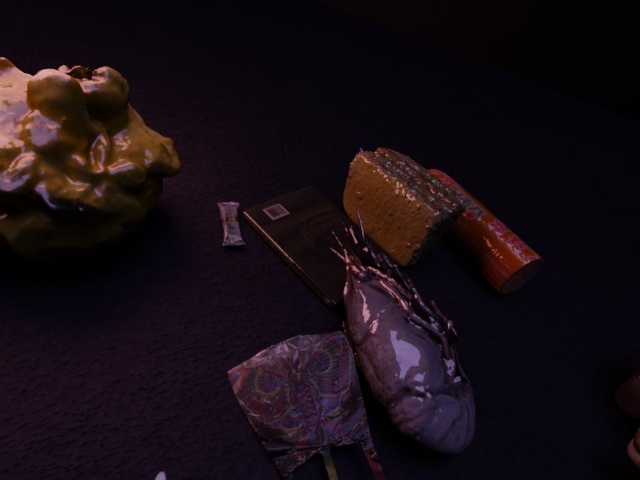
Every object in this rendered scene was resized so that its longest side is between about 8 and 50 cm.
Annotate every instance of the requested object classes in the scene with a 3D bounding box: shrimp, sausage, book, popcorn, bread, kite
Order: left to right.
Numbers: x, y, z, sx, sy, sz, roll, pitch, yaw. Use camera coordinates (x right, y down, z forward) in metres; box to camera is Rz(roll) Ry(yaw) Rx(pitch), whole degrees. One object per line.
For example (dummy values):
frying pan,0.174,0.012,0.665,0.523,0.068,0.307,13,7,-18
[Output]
popcorn,-0.331,-0.101,0.538,0.286,0.215,0.252,-23,95,-45
book,0.000,0.000,0.700,0.160,0.024,0.228,-25,58,-38
kite,0.009,0.225,0.440,0.152,0.015,0.285,-18,54,-14
shrimp,0.098,0.102,0.556,0.145,0.116,0.343,-7,56,-27
bread,0.138,-0.065,0.747,0.102,0.138,0.196,-22,55,-43
sausage,0.272,-0.041,0.807,0.093,0.093,0.312,-12,50,-32

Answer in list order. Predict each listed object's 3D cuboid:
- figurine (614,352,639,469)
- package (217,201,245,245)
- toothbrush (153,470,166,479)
figurine,0.473,0.223,0.513,0.365,0.218,0.206,-17,62,-34
package,-0.144,-0.028,0.679,0.037,0.015,0.110,-2,44,-17
toothbrush,-0.150,0.287,0.327,0.014,0.017,0.194,12,41,-11
